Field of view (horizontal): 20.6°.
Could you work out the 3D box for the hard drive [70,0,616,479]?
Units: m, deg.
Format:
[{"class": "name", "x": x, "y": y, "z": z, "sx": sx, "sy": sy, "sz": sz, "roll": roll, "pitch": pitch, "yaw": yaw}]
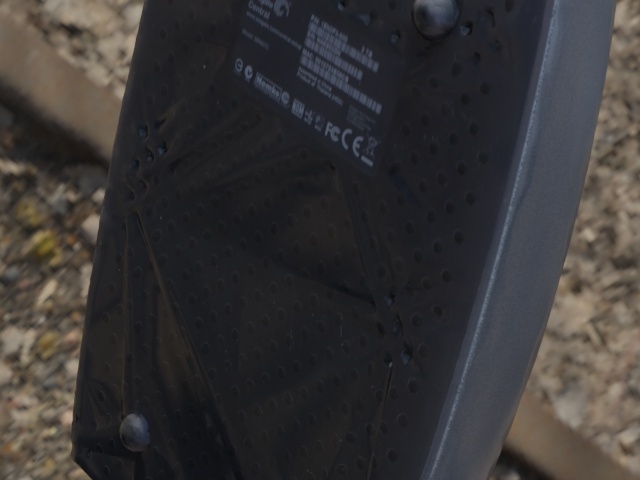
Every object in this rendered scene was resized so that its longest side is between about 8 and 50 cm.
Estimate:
[{"class": "hard drive", "x": 0.000, "y": 0.000, "z": 0.549, "sx": 0.054, "sy": 0.255, "sz": 0.172, "roll": -9, "pitch": 33, "yaw": -41}]
